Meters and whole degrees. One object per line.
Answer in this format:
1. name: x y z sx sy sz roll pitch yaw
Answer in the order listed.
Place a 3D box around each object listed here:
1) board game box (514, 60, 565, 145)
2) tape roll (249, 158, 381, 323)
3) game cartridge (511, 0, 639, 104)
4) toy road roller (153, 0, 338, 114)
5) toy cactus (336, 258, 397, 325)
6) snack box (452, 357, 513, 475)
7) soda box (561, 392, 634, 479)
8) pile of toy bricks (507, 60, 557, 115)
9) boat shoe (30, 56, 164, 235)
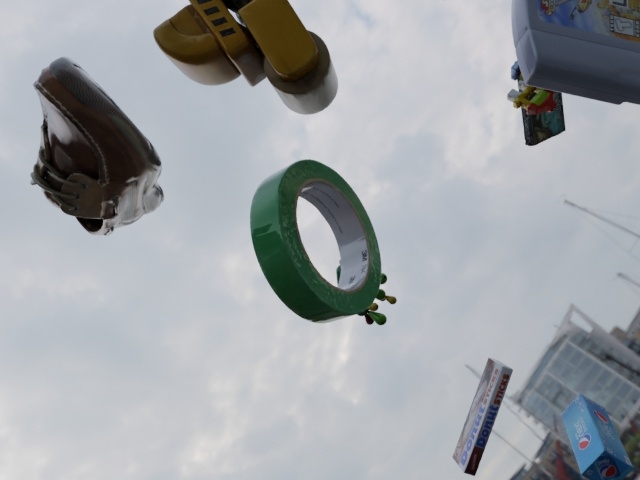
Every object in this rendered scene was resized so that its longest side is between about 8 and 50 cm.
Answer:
1. board game box: 0.484 -0.314 1.289 0.126 0.026 0.186 -26 -69 -31
2. tape roll: 0.000 0.000 1.163 0.077 0.321 0.321 -22 -17 34
3. game cartridge: 0.387 -0.348 0.871 0.062 0.198 0.297 118 164 -68
4. toy road roller: -0.143 -0.349 1.074 0.241 0.329 0.202 -35 -9 4
5. toy cactus: 0.076 0.119 1.441 0.181 0.218 0.112 -24 -7 0
6. snack box: 0.260 0.281 0.945 0.064 0.022 0.178 -161 91 -85
7. soda box: 0.560 0.406 1.204 0.071 0.067 0.210 -59 -2 20
8. pile of toy bricks: 0.426 -0.315 1.010 0.212 0.105 0.118 -47 -29 -8
9. boat shoe: -0.255 -0.077 0.658 0.116 0.123 0.324 -43 -9 -17
